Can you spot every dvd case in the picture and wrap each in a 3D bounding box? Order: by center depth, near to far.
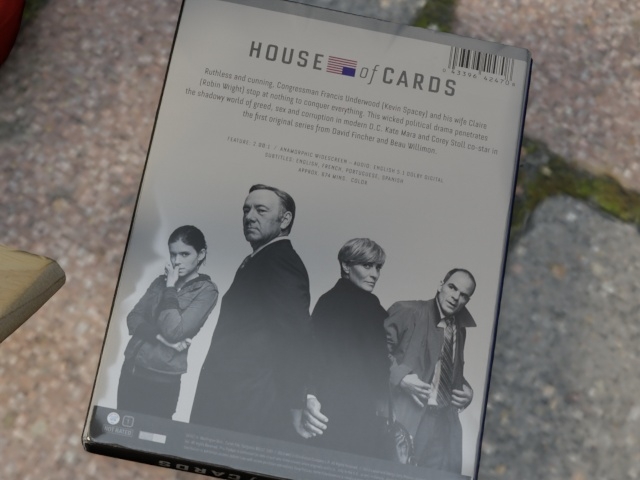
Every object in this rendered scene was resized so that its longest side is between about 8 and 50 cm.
[{"bbox_3d":[0.000,0.000,0.687,0.179,0.029,0.239,12,69,-3],"label":"dvd case"}]

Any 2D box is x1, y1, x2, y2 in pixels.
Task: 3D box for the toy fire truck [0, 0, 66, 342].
[{"bbox_3d":[-0.196,-0.068,0.635,0.246,0.158,0.217,45,70,-3],"label":"toy fire truck"}]
